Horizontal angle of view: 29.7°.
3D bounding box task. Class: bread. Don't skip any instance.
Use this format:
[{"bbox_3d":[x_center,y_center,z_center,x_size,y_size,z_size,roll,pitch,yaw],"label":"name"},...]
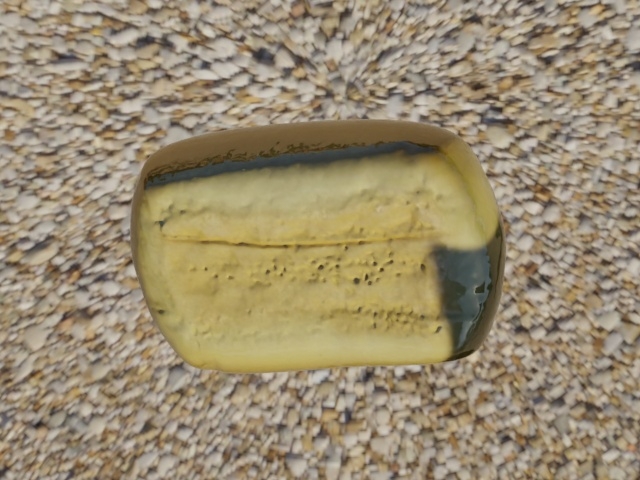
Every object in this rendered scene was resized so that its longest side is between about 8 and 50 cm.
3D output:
[{"bbox_3d":[0.000,0.000,0.690,0.217,0.098,0.147,-1,115,17],"label":"bread"}]
